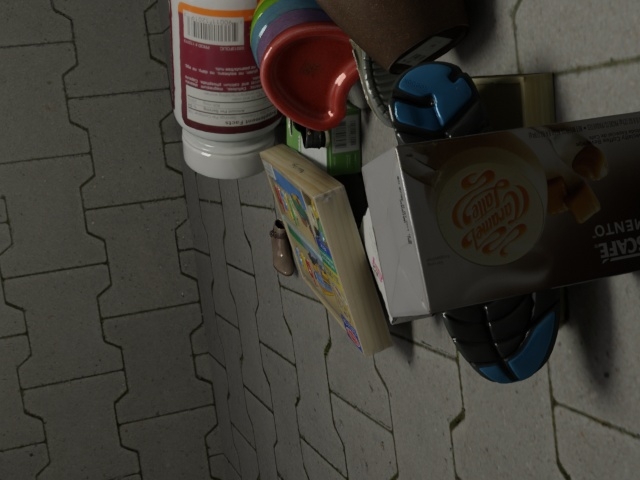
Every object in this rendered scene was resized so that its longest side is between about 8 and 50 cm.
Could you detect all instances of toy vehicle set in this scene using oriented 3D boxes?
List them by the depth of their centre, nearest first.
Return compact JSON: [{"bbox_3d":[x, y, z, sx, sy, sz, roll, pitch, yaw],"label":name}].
[{"bbox_3d":[0.208,-0.052,1.046,0.166,0.035,0.267,-154,56,-69],"label":"toy vehicle set"}]

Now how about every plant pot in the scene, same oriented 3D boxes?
[{"bbox_3d":[0.075,-0.322,1.096,0.231,0.215,0.215,64,160,7],"label":"plant pot"}]

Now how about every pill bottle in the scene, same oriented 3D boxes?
[{"bbox_3d":[-0.177,-0.332,1.800,0.224,0.224,0.392,-120,27,-48],"label":"pill bottle"}]

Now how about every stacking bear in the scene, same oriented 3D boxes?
[{"bbox_3d":[-0.034,-0.336,1.467,0.175,0.164,0.289,-57,29,31],"label":"stacking bear"}]

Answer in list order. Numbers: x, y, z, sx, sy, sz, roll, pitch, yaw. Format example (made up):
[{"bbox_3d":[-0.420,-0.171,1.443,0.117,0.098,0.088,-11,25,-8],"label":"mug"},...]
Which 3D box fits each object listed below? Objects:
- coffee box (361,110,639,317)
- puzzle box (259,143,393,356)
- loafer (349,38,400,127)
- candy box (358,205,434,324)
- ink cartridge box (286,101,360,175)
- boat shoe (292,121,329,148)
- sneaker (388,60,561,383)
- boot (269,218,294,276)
[{"bbox_3d":[0.176,-0.023,0.811,0.098,0.246,0.141,155,106,-73],"label":"coffee box"},{"bbox_3d":[0.000,0.000,1.551,0.409,0.052,0.272,-136,26,-70],"label":"puzzle box"},{"bbox_3d":[0.089,-0.267,1.249,0.087,0.094,0.251,108,155,-78],"label":"loafer"},{"bbox_3d":[0.127,-0.002,1.271,0.196,0.070,0.165,112,145,-58],"label":"candy box"},{"bbox_3d":[0.002,-0.191,1.577,0.209,0.062,0.109,-136,41,-61],"label":"ink cartridge box"},{"bbox_3d":[-0.023,-0.197,1.484,0.049,0.042,0.133,101,156,-47],"label":"boat shoe"},{"bbox_3d":[0.169,-0.020,0.990,0.139,0.125,0.341,23,-128,-79],"label":"sneaker"},{"bbox_3d":[-0.083,0.012,1.987,0.118,0.042,0.087,-126,33,-54],"label":"boot"}]
